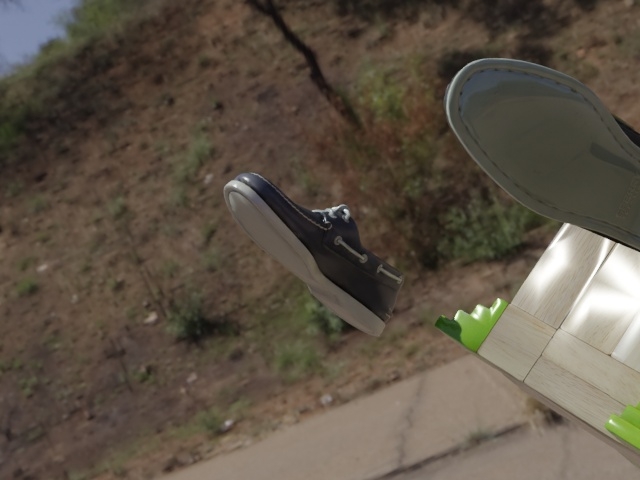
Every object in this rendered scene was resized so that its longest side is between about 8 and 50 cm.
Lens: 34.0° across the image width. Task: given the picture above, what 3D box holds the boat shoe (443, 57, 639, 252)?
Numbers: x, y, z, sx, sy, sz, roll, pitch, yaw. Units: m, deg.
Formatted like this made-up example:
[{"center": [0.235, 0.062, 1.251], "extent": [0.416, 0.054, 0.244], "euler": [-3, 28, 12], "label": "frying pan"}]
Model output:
[{"center": [0.168, -0.046, 0.672], "extent": [0.081, 0.227, 0.068], "euler": [-61, 17, 5], "label": "boat shoe"}]

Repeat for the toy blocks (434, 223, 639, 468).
[{"center": [0.308, 0.056, 0.762], "extent": [0.381, 0.190, 0.261], "euler": [31, 85, 43], "label": "toy blocks"}]

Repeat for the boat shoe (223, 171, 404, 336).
[{"center": [0.000, 0.000, 0.852], "extent": [0.075, 0.206, 0.065], "euler": [20, 70, 50], "label": "boat shoe"}]
